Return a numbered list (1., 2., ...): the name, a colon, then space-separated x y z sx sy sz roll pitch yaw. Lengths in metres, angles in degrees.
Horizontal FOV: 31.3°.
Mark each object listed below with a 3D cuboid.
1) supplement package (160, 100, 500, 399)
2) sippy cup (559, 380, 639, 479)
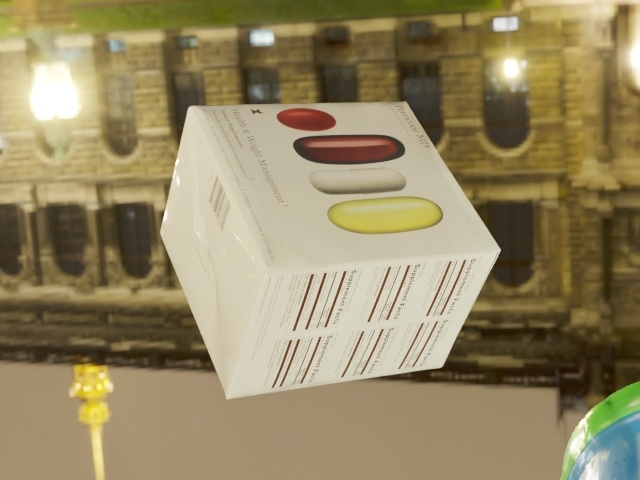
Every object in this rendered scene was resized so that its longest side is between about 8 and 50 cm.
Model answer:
1. supplement package: 0.000 0.000 0.946 0.203 0.149 0.194 -5 -134 -26
2. sippy cup: 0.288 0.252 0.835 0.240 0.305 0.224 31 -145 -5
